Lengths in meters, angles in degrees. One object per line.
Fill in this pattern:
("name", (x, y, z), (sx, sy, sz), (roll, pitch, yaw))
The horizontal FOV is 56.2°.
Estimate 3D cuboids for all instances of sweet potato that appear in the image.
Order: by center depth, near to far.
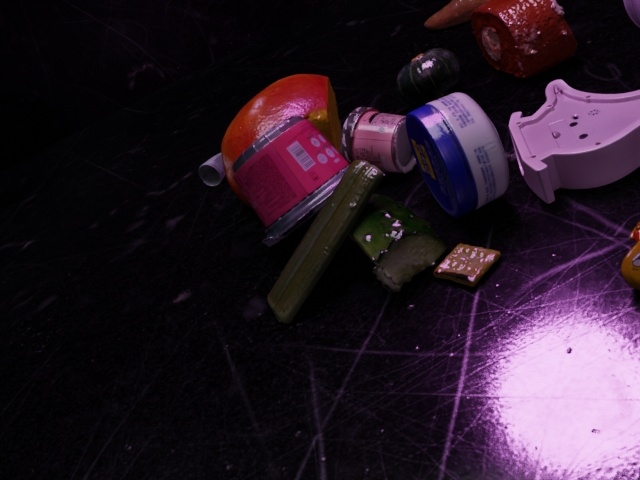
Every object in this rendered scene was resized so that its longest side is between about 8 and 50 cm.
("sweet potato", (0.474, -0.725, 1.845), (0.342, 0.092, 0.114), (8, 62, 47))

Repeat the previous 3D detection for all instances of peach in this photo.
("peach", (-0.097, -0.249, 1.457), (0.307, 0.242, 0.380), (-14, 33, 16))

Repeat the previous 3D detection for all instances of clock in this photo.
("clock", (0.479, -0.206, 1.064), (0.276, 0.080, 0.290), (-20, 32, 15))

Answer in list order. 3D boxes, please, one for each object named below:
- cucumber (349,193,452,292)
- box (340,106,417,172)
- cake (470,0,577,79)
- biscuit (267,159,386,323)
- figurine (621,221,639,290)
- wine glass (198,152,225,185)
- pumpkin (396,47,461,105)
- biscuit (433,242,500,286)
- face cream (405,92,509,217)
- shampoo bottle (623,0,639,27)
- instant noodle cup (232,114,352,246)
("cucumber", (0.101, -0.035, 1.104), (0.145, 0.105, 0.325), (-33, 27, -4))
("box", (0.139, -0.212, 1.299), (0.135, 0.151, 0.151), (10, 47, 36))
("cake", (0.472, -0.500, 1.420), (0.151, 0.176, 0.283), (-26, 29, 5))
("biscuit", (0.000, 0.000, 1.058), (0.322, 0.038, 0.099), (-57, 31, 6))
("figurine", (0.454, -0.006, 0.788), (0.176, 0.121, 0.122), (-46, 5, -10))
("wine glass", (-0.288, -0.230, 1.756), (0.073, 0.073, 0.155), (-8, 34, 32))
("pumpkin", (0.270, -0.406, 1.496), (0.167, 0.125, 0.167), (-32, 27, 18))
("biscuit", (0.234, 0.038, 0.958), (0.081, 0.018, 0.083), (-44, 34, -25))
("face cream", (0.241, -0.152, 1.055), (0.111, 0.205, 0.206), (-24, 30, -2))
("shampoo bottle", (0.718, -0.479, 1.087), (0.273, 0.272, 0.266), (-25, 21, 7))
("instant noodle cup", (-0.058, -0.134, 1.208), (0.258, 0.181, 0.302), (-36, 4, 16))
